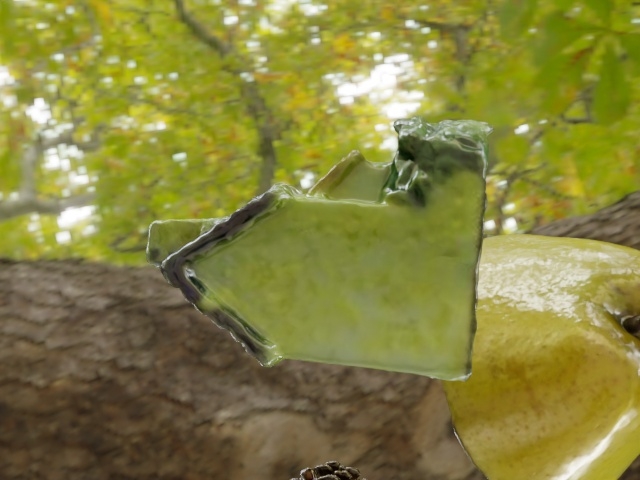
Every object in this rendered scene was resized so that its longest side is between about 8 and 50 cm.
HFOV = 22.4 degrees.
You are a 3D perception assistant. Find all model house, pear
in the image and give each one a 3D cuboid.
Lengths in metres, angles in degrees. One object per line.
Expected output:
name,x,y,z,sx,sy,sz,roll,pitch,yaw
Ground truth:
model house,0.000,0.000,1.072,0.211,0.194,0.170,4,-89,3
pear,0.227,0.086,1.319,0.178,0.267,0.267,-27,-95,35

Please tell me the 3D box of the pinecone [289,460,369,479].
pinecone,0.008,0.223,1.263,0.102,0.109,0.102,15,-44,15
